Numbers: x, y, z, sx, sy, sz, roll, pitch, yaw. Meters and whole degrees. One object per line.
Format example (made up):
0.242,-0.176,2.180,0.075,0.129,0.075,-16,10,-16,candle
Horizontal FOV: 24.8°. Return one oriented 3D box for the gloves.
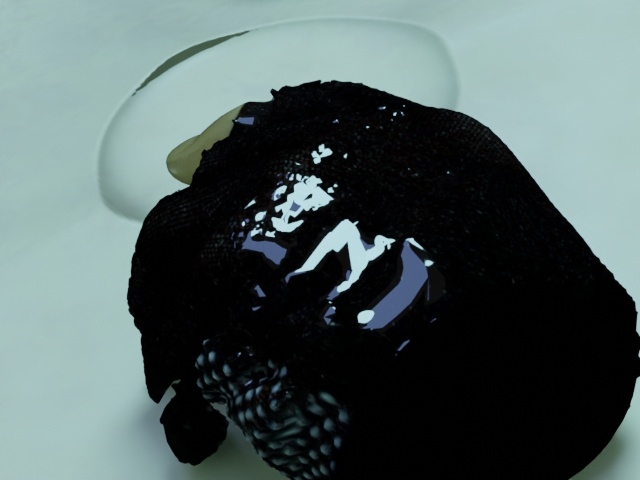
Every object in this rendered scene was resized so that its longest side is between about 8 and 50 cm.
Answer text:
-0.002,-0.001,0.418,0.129,0.106,0.180,-33,44,-19,gloves
